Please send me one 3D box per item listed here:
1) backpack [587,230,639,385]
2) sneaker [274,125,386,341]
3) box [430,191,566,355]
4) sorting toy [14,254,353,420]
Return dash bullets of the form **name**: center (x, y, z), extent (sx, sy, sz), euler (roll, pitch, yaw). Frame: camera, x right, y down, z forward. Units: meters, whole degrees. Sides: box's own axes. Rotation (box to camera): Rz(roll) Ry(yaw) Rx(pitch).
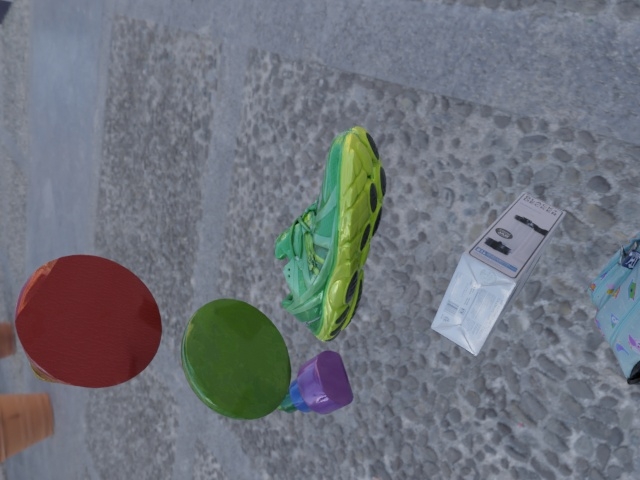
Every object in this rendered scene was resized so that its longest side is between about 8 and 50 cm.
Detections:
- **backpack**: center (0.300, 0.041, 0.403), extent (0.182, 0.152, 0.115), euler (93, 174, -53)
- **sneaker**: center (0.000, 0.000, 0.642), extent (0.124, 0.109, 0.295), euler (23, 123, 18)
- **box**: center (0.313, 0.046, 0.889), extent (0.087, 0.290, 0.169), euler (31, 128, 23)
- **sorting toy**: center (-0.135, 0.136, 0.535), extent (0.126, 0.366, 0.127), euler (-38, 44, 34)
